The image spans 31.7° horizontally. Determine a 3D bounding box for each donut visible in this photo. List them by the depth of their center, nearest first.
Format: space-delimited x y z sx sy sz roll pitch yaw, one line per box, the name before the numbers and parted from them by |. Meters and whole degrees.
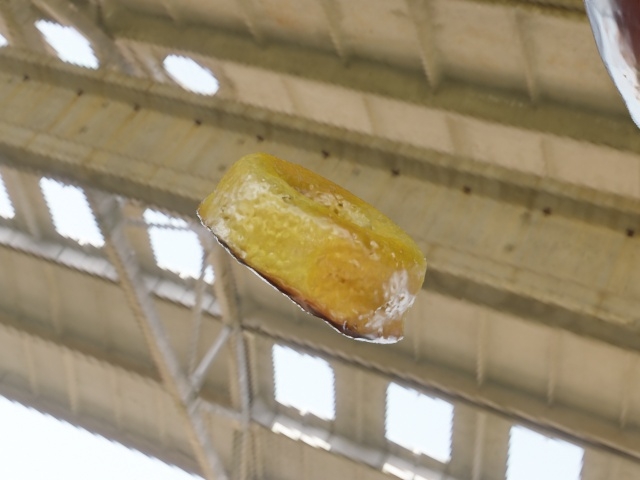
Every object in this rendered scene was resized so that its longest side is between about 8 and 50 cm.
donut | 0.000 0.000 0.701 0.152 0.058 0.152 30 12 -7

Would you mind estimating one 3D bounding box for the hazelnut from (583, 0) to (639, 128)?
hazelnut | 0.384 -0.191 0.780 0.359 0.409 0.359 30 -53 51
